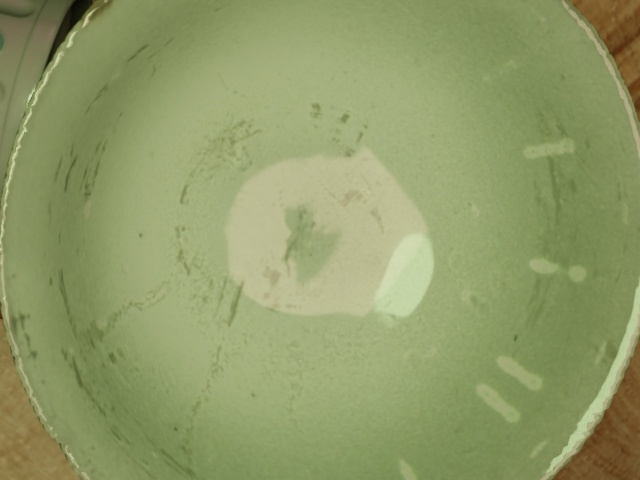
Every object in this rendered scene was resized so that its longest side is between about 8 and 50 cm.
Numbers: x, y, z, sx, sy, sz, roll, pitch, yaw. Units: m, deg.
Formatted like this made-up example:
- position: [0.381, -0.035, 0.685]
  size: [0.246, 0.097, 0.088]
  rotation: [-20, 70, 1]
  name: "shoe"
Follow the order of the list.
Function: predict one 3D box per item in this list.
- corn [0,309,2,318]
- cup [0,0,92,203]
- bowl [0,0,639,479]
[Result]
- position: [-0.288, 0.009, 0.618]
  size: [0.290, 0.098, 0.098]
  rotation: [2, 103, -17]
  name: "corn"
- position: [-0.267, -0.090, 0.537]
  size: [0.202, 0.221, 0.166]
  rotation: [15, 133, -8]
  name: "cup"
- position: [0.000, 0.000, 0.626]
  size: [0.435, 0.196, 0.434]
  rotation: [-2, 96, -16]
  name: "bowl"
